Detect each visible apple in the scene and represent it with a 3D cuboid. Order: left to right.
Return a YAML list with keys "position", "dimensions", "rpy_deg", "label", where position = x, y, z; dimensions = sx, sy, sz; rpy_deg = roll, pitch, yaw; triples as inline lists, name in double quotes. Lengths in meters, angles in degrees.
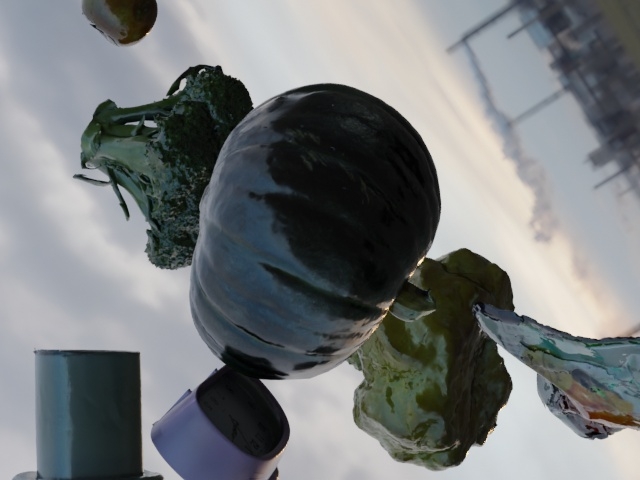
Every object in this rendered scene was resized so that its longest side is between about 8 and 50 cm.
- position: [-0.290, -0.341, 1.783]
  dimensions: [0.114, 0.102, 0.099]
  rpy_deg: [41, 177, 31]
  label: "apple"

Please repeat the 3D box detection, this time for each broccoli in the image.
- position: [-0.222, -0.107, 1.857]
  dimensions: [0.283, 0.321, 0.304]
  rpy_deg: [16, -155, 7]
  label: "broccoli"

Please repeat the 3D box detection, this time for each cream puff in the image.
- position: [0.119, 0.132, 1.452]
  dimensions: [0.282, 0.185, 0.282]
  rpy_deg: [-25, -60, -57]
  label: "cream puff"

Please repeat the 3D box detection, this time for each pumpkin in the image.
- position: [0.000, 0.000, 0.993]
  dimensions: [0.216, 0.250, 0.250]
  rpy_deg: [36, -165, 1]
  label: "pumpkin"

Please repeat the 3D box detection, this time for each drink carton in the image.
- position: [-0.310, 0.243, 1.676]
  dimensions: [0.185, 0.191, 0.190]
  rpy_deg: [5, -96, -25]
  label: "drink carton"

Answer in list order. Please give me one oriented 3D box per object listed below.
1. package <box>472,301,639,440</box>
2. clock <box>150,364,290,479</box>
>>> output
- position: [0.219, 0.107, 0.842]
  dimensions: [0.232, 0.040, 0.166]
  rpy_deg: [12, 151, 43]
  label: "package"
- position: [-0.071, 0.165, 1.027]
  dimensions: [0.110, 0.050, 0.152]
  rpy_deg: [47, -165, 3]
  label: "clock"
